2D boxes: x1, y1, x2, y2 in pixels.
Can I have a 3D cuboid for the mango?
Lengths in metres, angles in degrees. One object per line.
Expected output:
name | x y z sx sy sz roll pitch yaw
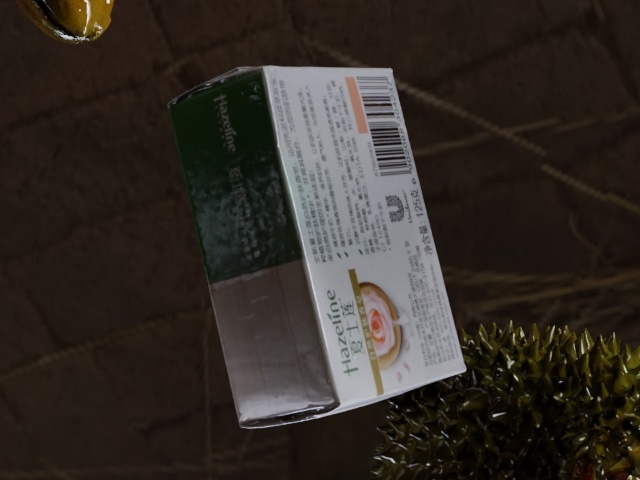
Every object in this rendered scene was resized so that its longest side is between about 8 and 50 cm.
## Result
mango | -0.214 -0.226 1.185 0.084 0.105 0.159 -12 106 35

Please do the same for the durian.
durian | 0.168 0.187 1.220 0.258 0.258 0.293 12 134 -6

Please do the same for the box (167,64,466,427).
box | 0.000 0.000 0.905 0.081 0.135 0.199 -19 83 36
